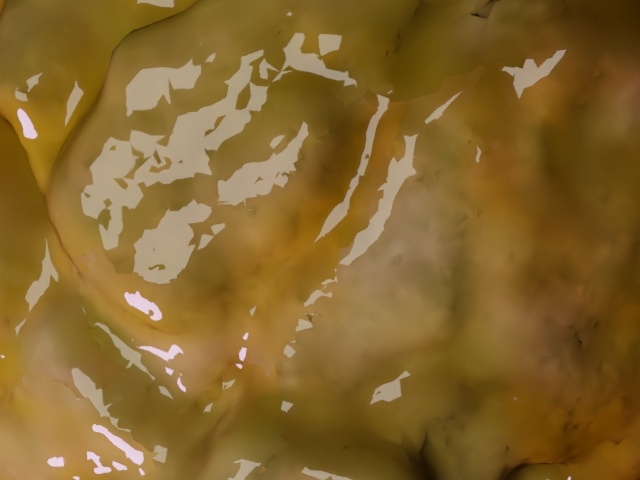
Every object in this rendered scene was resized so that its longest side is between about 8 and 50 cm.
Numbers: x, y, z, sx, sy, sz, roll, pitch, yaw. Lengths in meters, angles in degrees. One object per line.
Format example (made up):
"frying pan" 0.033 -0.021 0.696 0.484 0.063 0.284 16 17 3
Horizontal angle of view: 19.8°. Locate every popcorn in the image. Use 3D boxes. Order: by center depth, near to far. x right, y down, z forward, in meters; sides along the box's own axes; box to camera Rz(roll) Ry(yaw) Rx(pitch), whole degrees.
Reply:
"popcorn" -0.005 -0.019 0.662 0.354 0.344 0.390 -10 94 20
